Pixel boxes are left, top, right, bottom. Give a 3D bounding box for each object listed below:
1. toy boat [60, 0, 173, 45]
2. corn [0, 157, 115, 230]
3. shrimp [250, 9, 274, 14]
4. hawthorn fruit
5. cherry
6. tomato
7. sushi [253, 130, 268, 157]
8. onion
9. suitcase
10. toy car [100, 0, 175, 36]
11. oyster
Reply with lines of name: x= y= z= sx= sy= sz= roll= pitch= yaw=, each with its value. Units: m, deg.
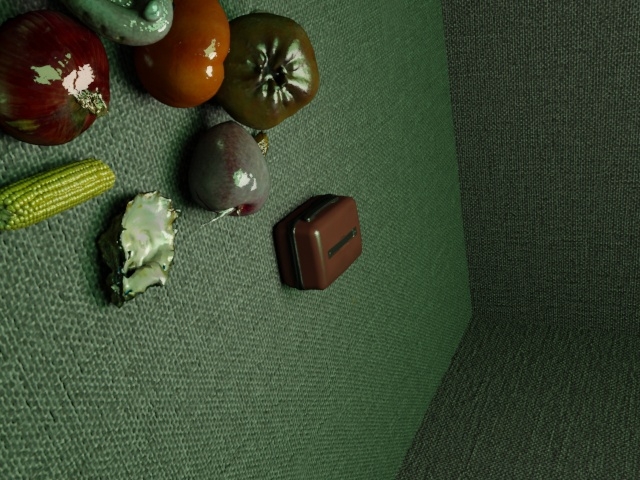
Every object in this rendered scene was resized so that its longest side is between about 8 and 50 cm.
toy boat: x=-0.345 y=-0.424 z=1.076 sx=0.227 sy=0.085 sz=0.155 roll=41 pitch=73 yaw=-24
corn: x=-0.482 y=-0.089 z=1.172 sx=0.248 sy=0.081 sz=0.081 roll=-39 pitch=127 yaw=-52
shrimp: x=-0.134 y=-0.577 z=1.780 sx=0.223 sy=0.047 sz=0.126 roll=-43 pitch=120 yaw=-49
hawthorn fruit: x=-0.144 y=-0.415 z=1.564 sx=0.267 sy=0.301 sz=0.268 roll=-8 pitch=116 yaw=-16
cherry: x=-0.215 y=-0.154 z=1.540 sx=0.213 sy=0.183 sz=0.266 roll=22 pitch=71 yaw=-71
tomato: x=-0.291 y=-0.405 z=1.340 sx=0.180 sy=0.260 sz=0.260 roll=-2 pitch=96 yaw=-28
sushi: x=-0.171 y=-0.252 z=1.753 sx=0.050 sy=0.047 sz=0.099 roll=26 pitch=87 yaw=-47
onion: x=-0.455 y=-0.274 z=1.104 sx=0.248 sy=0.161 sz=0.248 roll=0 pitch=90 yaw=-70
suitcase: x=0.000 y=0.000 z=1.975 sx=0.297 sy=0.161 sz=0.236 roll=-40 pitch=127 yaw=-51
toy car: x=-0.363 y=-0.529 z=1.222 sx=0.166 sy=0.198 sz=0.314 roll=42 pitch=58 yaw=-45
oyster: x=-0.377 y=0.019 z=1.378 sx=0.198 sy=0.092 sz=0.260 roll=38 pitch=52 yaw=-57
